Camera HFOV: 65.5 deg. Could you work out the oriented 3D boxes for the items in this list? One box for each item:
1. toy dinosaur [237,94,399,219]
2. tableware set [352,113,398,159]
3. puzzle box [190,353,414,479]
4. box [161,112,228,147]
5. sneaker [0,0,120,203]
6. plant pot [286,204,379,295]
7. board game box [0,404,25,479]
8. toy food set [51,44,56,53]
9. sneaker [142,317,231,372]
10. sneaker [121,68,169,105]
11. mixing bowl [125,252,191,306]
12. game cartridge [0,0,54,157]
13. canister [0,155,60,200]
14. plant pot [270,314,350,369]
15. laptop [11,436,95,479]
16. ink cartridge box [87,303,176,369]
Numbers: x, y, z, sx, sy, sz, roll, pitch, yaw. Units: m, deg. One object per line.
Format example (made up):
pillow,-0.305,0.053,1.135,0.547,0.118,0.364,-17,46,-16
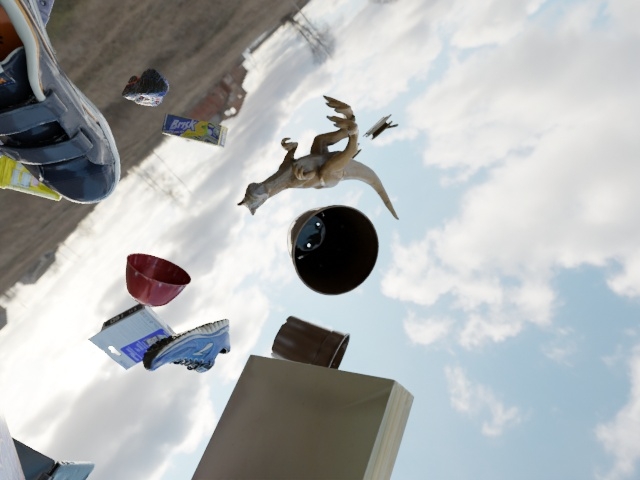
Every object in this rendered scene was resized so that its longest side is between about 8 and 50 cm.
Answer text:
toy dinosaur,0.010,-0.071,0.475,0.064,0.211,0.112,50,-49,33
tableware set,0.119,-0.252,1.306,0.194,0.039,0.128,-42,-171,6
puzzle box,-0.072,0.342,0.580,0.272,0.052,0.409,-3,-127,44
box,-0.347,-0.304,1.377,0.054,0.169,0.059,-10,114,-80
sneaker,-0.338,-0.156,0.566,0.126,0.321,0.127,-16,-141,-1
plant pot,0.000,0.000,1.250,0.215,0.215,0.230,-45,-157,-5
board game box,-0.543,0.279,0.519,0.356,0.356,0.356,-17,-172,-31
toy food set,-0.594,-0.398,0.980,0.019,0.078,0.122,-36,-177,39
sneaker,-0.394,0.349,1.549,0.130,0.147,0.330,-20,175,37
sneaker,-0.476,-0.424,1.403,0.221,0.087,0.083,17,-97,49
mixing bowl,-0.454,0.118,1.354,0.098,0.181,0.181,-65,-161,10
game cartridge,-0.588,-0.331,0.800,0.068,0.230,0.355,-12,-116,32
canister,-0.853,-0.197,1.480,0.126,0.170,0.073,-67,-156,17
plant pot,-0.031,0.285,1.304,0.167,0.165,0.167,-59,163,-30
laptop,-0.746,0.581,1.037,0.382,0.236,0.408,-56,172,-23
ink cartridge box,-0.608,0.315,1.632,0.208,0.206,0.045,-28,-139,0
